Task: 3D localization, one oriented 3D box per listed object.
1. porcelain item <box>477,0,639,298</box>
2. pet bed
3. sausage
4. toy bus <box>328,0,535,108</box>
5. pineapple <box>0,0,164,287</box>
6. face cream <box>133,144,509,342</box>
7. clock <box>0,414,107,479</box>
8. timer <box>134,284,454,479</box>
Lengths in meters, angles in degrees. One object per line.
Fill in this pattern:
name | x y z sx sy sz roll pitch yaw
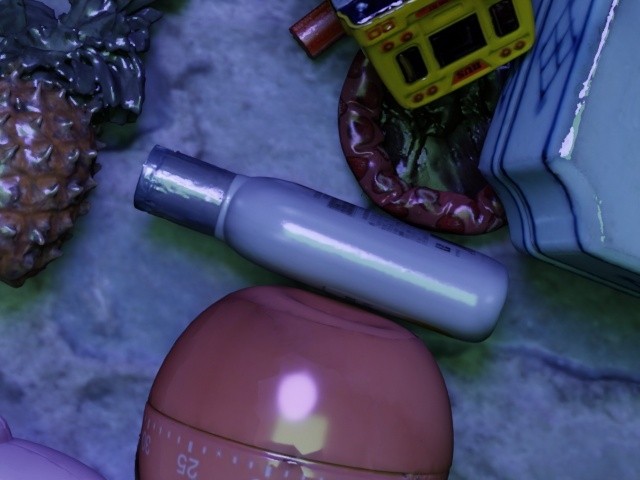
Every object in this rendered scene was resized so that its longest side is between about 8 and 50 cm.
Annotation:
porcelain item | 0.280 -0.091 1.076 0.286 0.157 0.281 18 84 -18
pet bed | 0.109 -0.099 1.154 0.201 0.053 0.201 0 86 3
sausage | 0.034 -0.199 1.171 0.129 0.034 0.034 -38 86 -3
toy bus | 0.036 -0.262 1.083 0.145 0.151 0.331 -27 53 4
pineapple | -0.215 -0.124 1.121 0.170 0.141 0.310 23 77 27
face cream | 0.000 0.000 1.099 0.291 0.144 0.071 21 94 0
clock | -0.300 0.301 1.015 0.376 0.250 0.368 -6 87 12
timer | -0.019 0.151 1.046 0.229 0.229 0.215 18 95 1
